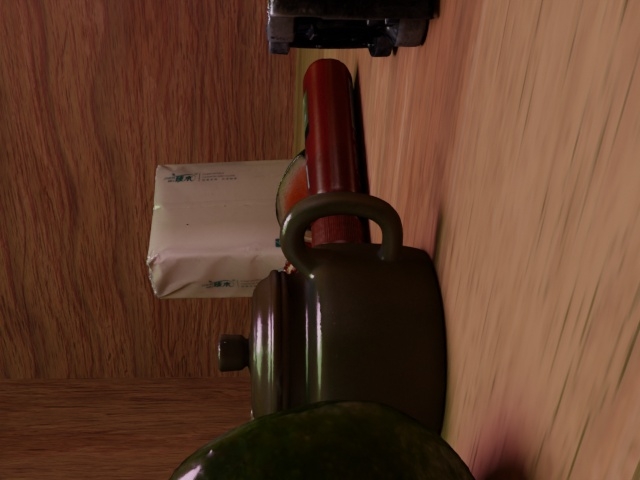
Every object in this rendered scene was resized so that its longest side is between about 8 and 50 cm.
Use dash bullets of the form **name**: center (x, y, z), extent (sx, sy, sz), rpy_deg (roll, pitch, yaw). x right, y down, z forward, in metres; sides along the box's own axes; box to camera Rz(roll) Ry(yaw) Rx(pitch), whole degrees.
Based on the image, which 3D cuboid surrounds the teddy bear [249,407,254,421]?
- **teddy bear**: center (-0.023, 0.212, 1.010), extent (0.267, 0.156, 0.256), rpy_deg (80, -166, -47)

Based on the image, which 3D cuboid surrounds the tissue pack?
- **tissue pack**: center (-0.186, -0.023, 1.669), extent (0.207, 0.380, 0.297), rpy_deg (89, 177, -52)

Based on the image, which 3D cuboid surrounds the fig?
- **fig**: center (0.018, 0.220, 0.399), extent (0.203, 0.203, 0.235), rpy_deg (97, 151, -57)

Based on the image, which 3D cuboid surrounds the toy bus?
- **toy bus**: center (0.014, -0.266, 0.693), extent (0.288, 0.138, 0.175), rpy_deg (-116, 25, -79)

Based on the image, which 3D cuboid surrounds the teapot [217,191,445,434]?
- **teapot**: center (0.002, 0.083, 0.618), extent (0.186, 0.175, 0.268), rpy_deg (-104, 15, -63)

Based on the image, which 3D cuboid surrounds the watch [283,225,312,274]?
- **watch**: center (0.000, 0.000, 1.238), extent (0.268, 0.102, 0.165), rpy_deg (-81, 3, -52)

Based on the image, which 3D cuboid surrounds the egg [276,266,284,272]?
- **egg**: center (-0.047, 0.140, 1.331), extent (0.149, 0.149, 0.192), rpy_deg (-124, 34, -82)

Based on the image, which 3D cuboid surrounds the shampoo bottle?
- **shampoo bottle**: center (0.017, -0.101, 1.013), extent (0.118, 0.076, 0.314), rpy_deg (95, 173, -58)

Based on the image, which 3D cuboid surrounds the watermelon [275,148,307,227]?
- **watermelon**: center (-0.014, -0.076, 1.111), extent (0.094, 0.125, 0.135), rpy_deg (34, 155, 28)
